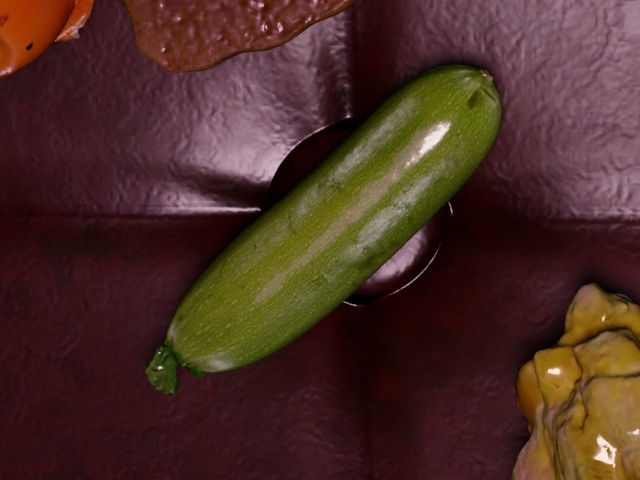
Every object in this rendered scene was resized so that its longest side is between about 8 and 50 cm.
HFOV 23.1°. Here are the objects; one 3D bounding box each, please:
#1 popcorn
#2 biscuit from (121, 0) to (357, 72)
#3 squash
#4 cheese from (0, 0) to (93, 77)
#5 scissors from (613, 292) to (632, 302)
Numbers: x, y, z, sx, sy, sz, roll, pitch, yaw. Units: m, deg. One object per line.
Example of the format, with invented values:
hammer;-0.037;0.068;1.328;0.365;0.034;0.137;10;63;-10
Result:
popcorn;0.259;0.167;1.186;0.212;0.259;0.259;8;109;-16
biscuit;-0.066;-0.276;1.205;0.273;0.049;0.257;-30;93;21
squash;0.000;0.000;1.246;0.378;0.101;0.101;-42;94;15
cheese;-0.246;-0.217;1.181;0.217;0.129;0.329;27;149;-35
scissors;0.268;0.062;1.253;0.083;0.006;0.036;6;109;10
